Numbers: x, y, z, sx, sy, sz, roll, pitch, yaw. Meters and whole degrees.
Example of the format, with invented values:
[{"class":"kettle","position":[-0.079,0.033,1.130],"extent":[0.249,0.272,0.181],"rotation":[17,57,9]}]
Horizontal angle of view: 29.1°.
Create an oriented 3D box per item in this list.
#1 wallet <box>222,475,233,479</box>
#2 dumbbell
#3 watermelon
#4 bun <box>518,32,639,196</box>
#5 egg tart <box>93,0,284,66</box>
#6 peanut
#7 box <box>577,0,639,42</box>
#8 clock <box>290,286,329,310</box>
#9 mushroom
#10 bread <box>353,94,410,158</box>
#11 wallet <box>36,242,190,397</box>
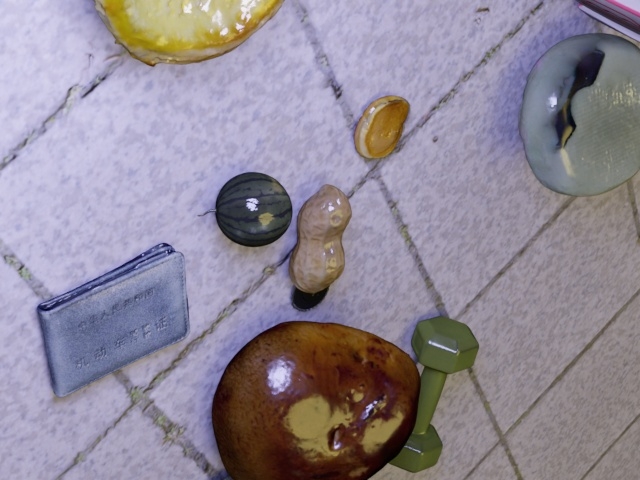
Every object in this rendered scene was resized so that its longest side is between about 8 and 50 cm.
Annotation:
[{"class":"wallet","position":[-0.103,0.438,2.105],"extent":[0.250,0.075,0.176],"rotation":[-31,141,-28]},{"class":"dumbbell","position":[0.196,0.286,2.276],"extent":[0.108,0.121,0.302],"rotation":[8,116,-18]},{"class":"watermelon","position":[-0.105,-0.042,1.701],"extent":[0.133,0.105,0.105],"rotation":[-4,125,-19]},{"class":"bun","position":[0.435,-0.218,2.092],"extent":[0.283,0.179,0.283],"rotation":[-9,107,-31]},{"class":"egg tart","position":[-0.148,-0.348,1.390],"extent":[0.315,0.120,0.315],"rotation":[-26,136,-29]},{"class":"peanut","position":[0.002,0.001,1.856],"extent":[0.089,0.089,0.193],"rotation":[-21,133,-36]},{"class":"box","position":[0.552,-0.461,1.893],"extent":[0.300,0.312,0.314],"rotation":[15,108,-51]},{"class":"clock","position":[-0.015,0.080,1.965],"extent":[0.074,0.010,0.083],"rotation":[-55,143,2]},{"class":"mushroom","position":[-0.014,0.274,1.984],"extent":[0.345,0.259,0.345],"rotation":[-6,111,-15]},{"class":"bread","position":[0.094,-0.171,1.869],"extent":[0.110,0.024,0.110],"rotation":[-27,135,-31]},{"class":"wallet","position":[-0.276,0.108,1.685],"extent":[0.222,0.036,0.167],"rotation":[-27,136,-31]}]
